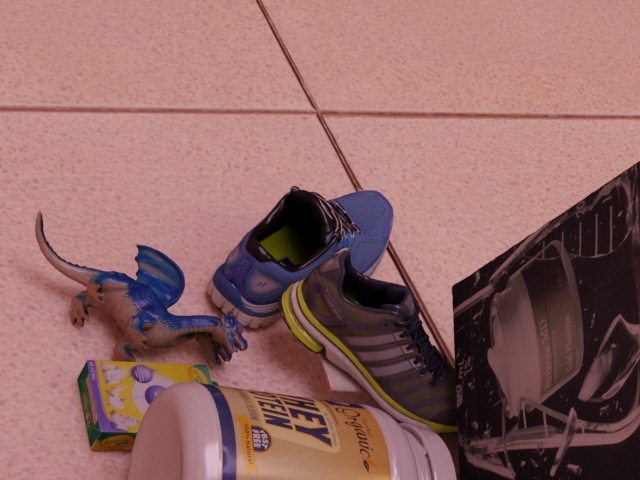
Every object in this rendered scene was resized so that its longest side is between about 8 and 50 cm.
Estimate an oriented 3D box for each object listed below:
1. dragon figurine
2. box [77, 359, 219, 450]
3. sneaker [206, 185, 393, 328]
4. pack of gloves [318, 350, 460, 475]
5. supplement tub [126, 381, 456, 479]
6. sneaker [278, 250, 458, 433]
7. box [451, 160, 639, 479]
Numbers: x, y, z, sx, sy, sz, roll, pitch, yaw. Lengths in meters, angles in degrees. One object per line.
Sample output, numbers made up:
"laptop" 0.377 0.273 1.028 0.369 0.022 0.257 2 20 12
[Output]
"dragon figurine" -0.223 0.066 1.861 0.289 0.085 0.144 42 41 11
"box" -0.188 0.196 1.787 0.179 0.043 0.105 6 47 -29
"sneaker" 0.000 0.000 2.019 0.130 0.147 0.330 44 41 14
"pack of gloves" 0.096 0.225 1.945 0.232 0.046 0.195 11 44 -37
"supplement tub" -0.033 0.282 1.652 0.316 0.228 0.228 10 45 -23
"sneaker" 0.094 0.129 1.896 0.300 0.121 0.111 35 37 -9
"box" 0.399 0.203 1.709 0.297 0.472 0.480 13 60 -24
